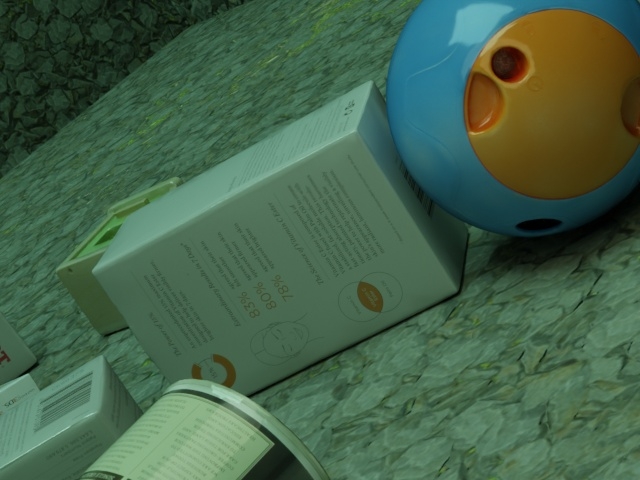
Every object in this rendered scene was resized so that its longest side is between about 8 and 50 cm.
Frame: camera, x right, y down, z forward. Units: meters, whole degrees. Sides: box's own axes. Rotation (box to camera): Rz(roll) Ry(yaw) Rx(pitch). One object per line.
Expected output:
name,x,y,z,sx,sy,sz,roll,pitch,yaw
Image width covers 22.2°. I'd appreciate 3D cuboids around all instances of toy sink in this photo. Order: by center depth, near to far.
toy sink,-0.244,0.005,2.355,0.153,0.131,0.234,-19,21,38

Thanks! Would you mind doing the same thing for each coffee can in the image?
coffee can,-0.138,0.270,1.281,0.201,0.201,0.275,-11,27,52

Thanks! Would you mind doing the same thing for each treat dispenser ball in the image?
treat dispenser ball,0.210,-0.148,1.659,0.288,0.288,0.288,-30,17,10

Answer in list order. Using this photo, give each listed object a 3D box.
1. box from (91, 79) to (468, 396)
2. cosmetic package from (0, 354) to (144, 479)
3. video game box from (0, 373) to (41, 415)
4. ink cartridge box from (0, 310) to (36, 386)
box,-0.040,0.012,1.810,0.345,0.215,0.168,-27,17,19
cosmetic package,-0.222,0.241,1.554,0.151,0.184,0.151,-31,16,4
video game box,-0.455,0.242,2.056,0.187,0.048,0.205,-31,3,-26
ink cartridge box,-0.661,0.173,2.388,0.395,0.285,0.166,-38,18,-13
